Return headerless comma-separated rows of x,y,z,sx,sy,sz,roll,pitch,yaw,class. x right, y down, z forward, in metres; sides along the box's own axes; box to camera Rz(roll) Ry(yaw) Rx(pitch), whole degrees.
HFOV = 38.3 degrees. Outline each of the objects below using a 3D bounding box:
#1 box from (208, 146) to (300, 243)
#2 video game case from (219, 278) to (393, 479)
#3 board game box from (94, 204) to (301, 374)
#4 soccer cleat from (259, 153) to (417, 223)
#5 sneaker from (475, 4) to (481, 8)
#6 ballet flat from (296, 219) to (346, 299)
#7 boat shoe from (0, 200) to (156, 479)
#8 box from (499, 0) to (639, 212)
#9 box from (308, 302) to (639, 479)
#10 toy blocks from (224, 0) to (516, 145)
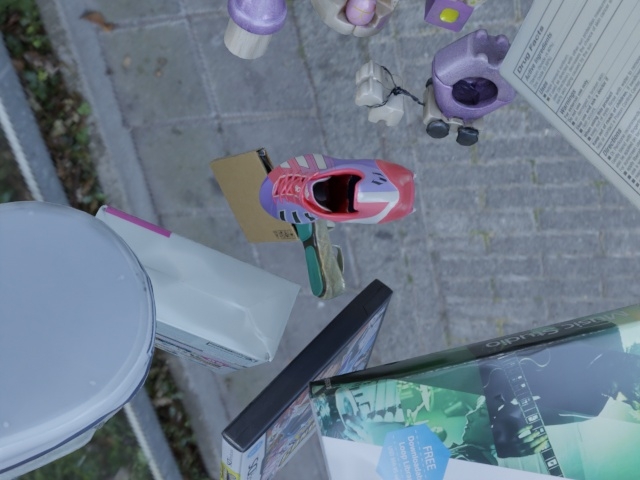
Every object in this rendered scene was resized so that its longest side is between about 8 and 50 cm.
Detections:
-0.108,-0.072,1.551,0.201,0.021,0.164,-2,116,62,box
-0.022,0.202,1.154,0.035,0.275,0.248,38,150,17,video game case
-0.172,0.069,1.062,0.224,0.098,0.303,24,164,-11,board game box
-0.002,-0.056,1.022,0.248,0.095,0.083,6,96,49,soccer cleat
0.198,-0.379,1.249,0.094,0.080,0.212,52,154,10,sneaker
0.000,0.000,1.295,0.057,0.052,0.168,-20,80,61,ballet flat
-0.249,0.084,0.380,0.156,0.367,0.136,111,139,-65,boat shoe
0.285,-0.089,0.659,0.311,0.121,0.148,56,139,32,box
0.171,0.188,0.726,0.321,0.058,0.232,-14,99,-3,box
0.070,-0.306,0.825,0.288,0.309,0.260,12,147,-14,toy blocks
